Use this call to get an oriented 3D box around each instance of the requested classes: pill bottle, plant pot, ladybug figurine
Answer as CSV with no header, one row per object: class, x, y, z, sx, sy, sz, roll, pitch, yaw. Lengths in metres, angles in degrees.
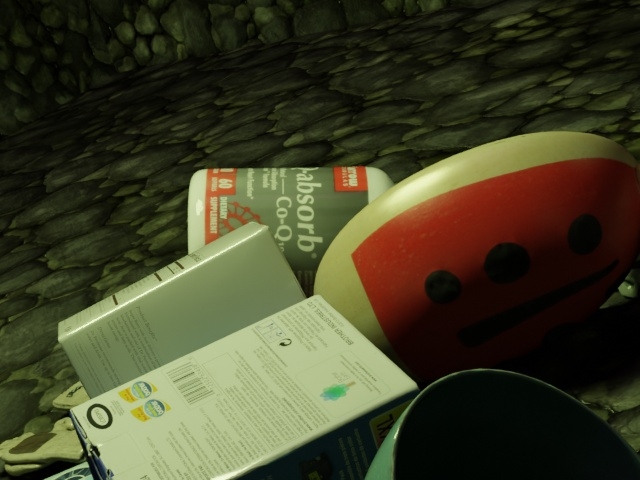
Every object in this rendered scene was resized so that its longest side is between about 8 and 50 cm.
pill bottle,0.000,0.000,2.053,0.363,0.210,0.210,-1,19,-1
plant pot,0.134,0.280,1.205,0.195,0.290,0.290,-50,-5,41
ladybug figurine,0.204,0.036,1.752,0.449,0.305,0.162,-30,43,18

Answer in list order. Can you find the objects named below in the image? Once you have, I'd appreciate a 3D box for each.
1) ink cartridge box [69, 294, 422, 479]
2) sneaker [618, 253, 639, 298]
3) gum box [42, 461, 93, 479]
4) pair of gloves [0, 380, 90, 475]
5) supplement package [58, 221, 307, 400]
ink cartridge box,-0.104,0.242,1.619,0.395,0.151,0.270,-23,28,-16
sneaker,0.467,0.005,1.783,0.122,0.146,0.330,-30,23,-32
gum box,-0.297,0.328,1.789,0.184,0.041,0.157,-23,19,-8
pair of gloves,-0.328,0.256,2.023,0.204,0.042,0.240,-11,18,34
supplement package,-0.164,0.121,1.850,0.293,0.177,0.175,-28,7,-7
